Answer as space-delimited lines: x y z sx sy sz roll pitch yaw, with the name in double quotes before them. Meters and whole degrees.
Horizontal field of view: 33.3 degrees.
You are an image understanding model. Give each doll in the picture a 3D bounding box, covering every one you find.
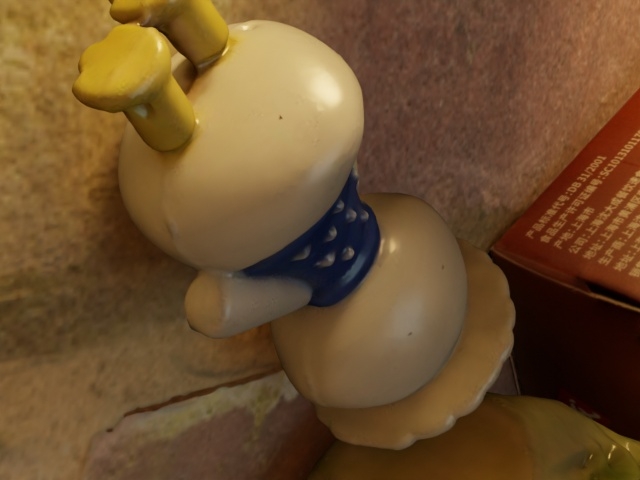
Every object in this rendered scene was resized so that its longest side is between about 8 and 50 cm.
"doll" 0.000 0.000 0.471 0.293 0.119 0.138 47 52 -45

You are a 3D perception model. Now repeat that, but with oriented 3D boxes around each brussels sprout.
"brussels sprout" 0.109 0.217 0.614 0.294 0.227 0.259 59 45 -38

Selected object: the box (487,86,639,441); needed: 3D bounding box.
"box" 0.316 0.023 0.848 0.385 0.122 0.344 -44 136 -25
